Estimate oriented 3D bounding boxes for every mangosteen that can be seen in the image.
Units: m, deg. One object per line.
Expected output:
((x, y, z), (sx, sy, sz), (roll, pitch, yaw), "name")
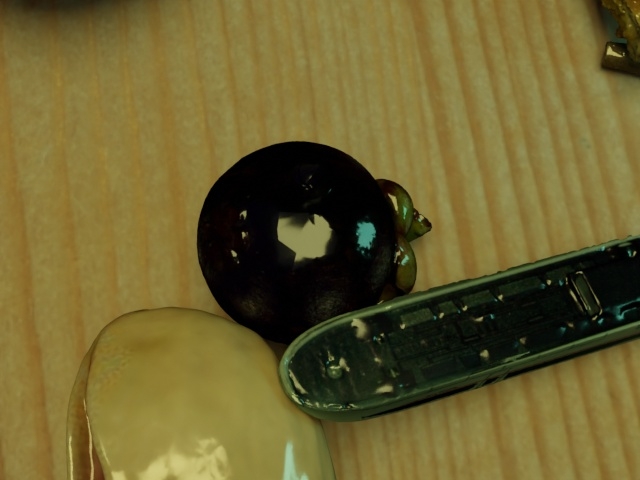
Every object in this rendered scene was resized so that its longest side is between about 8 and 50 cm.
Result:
((0.000, 0.000, 0.835), (0.230, 0.194, 0.194), (-3, 70, -37), "mangosteen")

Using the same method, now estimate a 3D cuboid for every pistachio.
((-0.103, 0.201, 0.735), (0.230, 0.230, 0.309), (-11, 64, -3), "pistachio")

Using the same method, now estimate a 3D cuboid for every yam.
((0.370, -0.183, 0.949), (0.145, 0.032, 0.032), (11, 74, 4), "yam")

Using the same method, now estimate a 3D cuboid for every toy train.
((0.150, 0.081, 0.796), (0.407, 0.088, 0.086), (-13, 66, -19), "toy train")

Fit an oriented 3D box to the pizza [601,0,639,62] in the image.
((0.350, -0.302, 0.964), (0.197, 0.058, 0.292), (19, 65, 9), "pizza")
